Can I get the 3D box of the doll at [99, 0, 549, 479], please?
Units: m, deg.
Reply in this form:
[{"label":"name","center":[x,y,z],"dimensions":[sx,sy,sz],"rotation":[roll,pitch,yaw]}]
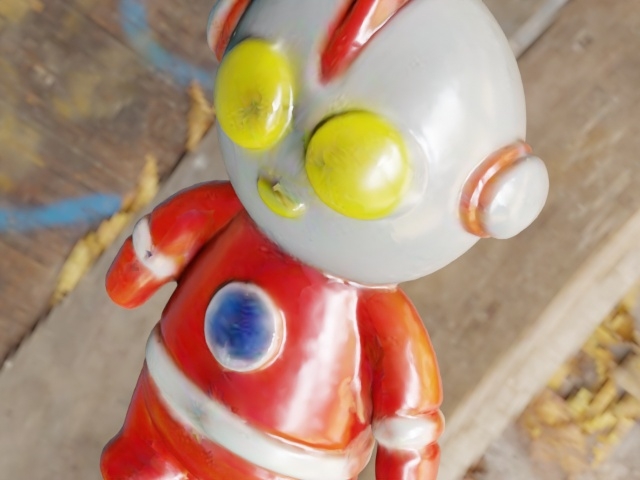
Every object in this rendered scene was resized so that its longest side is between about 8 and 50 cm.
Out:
[{"label":"doll","center":[0.000,0.000,0.542],"dimensions":[0.142,0.076,0.245],"rotation":[36,122,23]}]
